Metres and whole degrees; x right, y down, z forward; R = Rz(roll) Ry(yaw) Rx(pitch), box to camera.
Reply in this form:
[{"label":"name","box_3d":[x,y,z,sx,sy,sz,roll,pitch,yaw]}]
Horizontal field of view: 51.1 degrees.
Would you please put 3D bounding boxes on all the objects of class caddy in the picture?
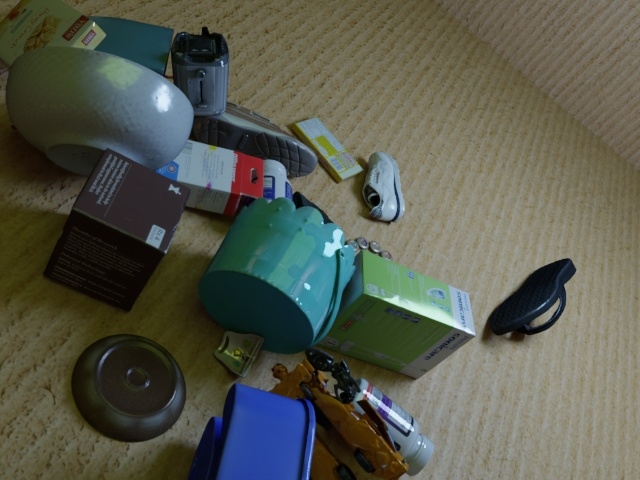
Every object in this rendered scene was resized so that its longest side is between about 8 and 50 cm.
[{"label":"caddy","box_3d":[-0.100,0.388,1.014,0.179,0.241,0.341,22,41,-11]}]

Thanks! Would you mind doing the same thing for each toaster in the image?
[{"label":"toaster","box_3d":[-0.274,-0.381,1.527,0.129,0.147,0.227,-1,36,-11]}]

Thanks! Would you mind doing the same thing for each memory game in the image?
[{"label":"memory game","box_3d":[0.128,0.068,1.647,0.186,0.012,0.186,21,44,-22]}]

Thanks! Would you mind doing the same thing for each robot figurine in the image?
[{"label":"robot figurine","box_3d":[0.010,0.339,1.207,0.291,0.211,0.085,50,2,14]}]

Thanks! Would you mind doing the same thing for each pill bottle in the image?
[{"label":"pill bottle","box_3d":[-0.118,-0.090,1.518,0.111,0.112,0.187,20,45,-23]},{"label":"pill bottle","box_3d":[0.122,0.368,1.305,0.193,0.108,0.108,39,40,-3]}]

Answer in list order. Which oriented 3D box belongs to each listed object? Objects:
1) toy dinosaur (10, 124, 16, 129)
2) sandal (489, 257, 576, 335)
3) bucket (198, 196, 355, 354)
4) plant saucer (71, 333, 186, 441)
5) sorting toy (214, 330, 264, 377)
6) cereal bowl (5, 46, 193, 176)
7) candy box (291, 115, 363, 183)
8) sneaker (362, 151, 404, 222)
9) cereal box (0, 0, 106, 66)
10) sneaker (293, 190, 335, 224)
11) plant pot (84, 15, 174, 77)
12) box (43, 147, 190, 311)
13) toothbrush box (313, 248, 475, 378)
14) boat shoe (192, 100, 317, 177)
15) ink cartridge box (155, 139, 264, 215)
[{"label":"toy dinosaur","box_3d":[-0.588,-0.248,1.330,0.047,0.090,0.082,9,16,-12]},{"label":"sandal","box_3d":[0.608,0.169,1.827,0.445,0.167,0.107,-28,92,-48]},{"label":"bucket","box_3d":[-0.085,0.075,1.280,0.281,0.281,0.183,35,53,-8]},{"label":"plant saucer","box_3d":[-0.316,0.239,1.134,0.198,0.036,0.199,20,45,-22]},{"label":"sorting toy","box_3d":[-0.159,0.210,1.272,0.075,0.045,0.083,27,69,1]},{"label":"cereal bowl","box_3d":[-0.416,-0.210,1.250,0.338,0.339,0.141,16,70,-27]},{"label":"candy box","box_3d":[0.019,-0.250,1.830,0.206,0.027,0.105,50,39,10]},{"label":"sneaker","box_3d":[0.158,-0.155,1.816,0.094,0.090,0.235,6,49,-22]},{"label":"cereal box","box_3d":[-0.564,-0.409,1.359,0.240,0.173,0.047,36,-7,31]},{"label":"sneaker","box_3d":[0.000,0.000,1.512,0.130,0.109,0.286,24,31,-31]},{"label":"plant pot","box_3d":[-0.463,-0.388,1.480,0.234,0.166,0.166,12,47,-15]},{"label":"box","box_3d":[-0.361,-0.014,1.193,0.167,0.203,0.169,27,42,-16]},{"label":"toothbrush box","box_3d":[0.152,0.166,1.431,0.283,0.206,0.122,22,43,-20]},{"label":"boat shoe","box_3d":[-0.150,-0.260,1.640,0.324,0.123,0.117,23,42,-23]},{"label":"ink cartridge box","box_3d":[-0.244,-0.137,1.459,0.230,0.078,0.134,12,48,-16]}]
